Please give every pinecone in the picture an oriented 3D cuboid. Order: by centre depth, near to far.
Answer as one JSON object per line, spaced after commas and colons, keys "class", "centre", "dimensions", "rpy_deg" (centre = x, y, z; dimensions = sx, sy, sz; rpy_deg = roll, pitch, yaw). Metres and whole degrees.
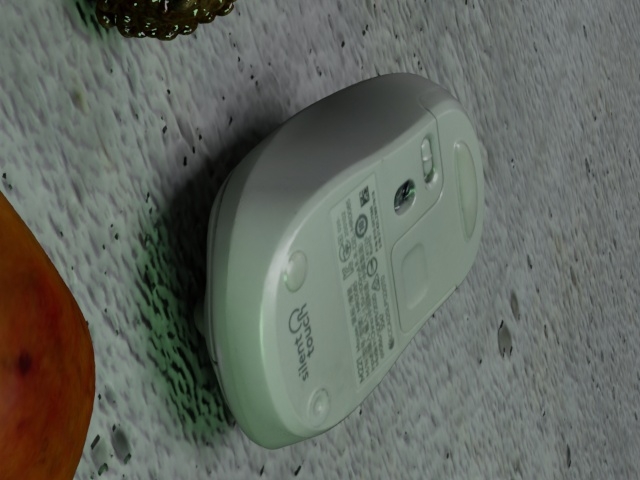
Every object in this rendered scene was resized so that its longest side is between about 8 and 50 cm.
{"class": "pinecone", "centre": [-0.087, -0.165, 0.953], "dimensions": [0.109, 0.102, 0.102], "rpy_deg": [-72, 149, -59]}

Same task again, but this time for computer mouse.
{"class": "computer mouse", "centre": [0.000, 0.000, 1.087], "dimensions": [0.297, 0.121, 0.184], "rpy_deg": [-44, 137, -41]}

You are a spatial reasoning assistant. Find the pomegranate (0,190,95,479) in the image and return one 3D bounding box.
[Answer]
{"class": "pomegranate", "centre": [-0.180, 0.046, 0.576], "dimensions": [0.209, 0.209, 0.209], "rpy_deg": [-4, 90, -66]}
